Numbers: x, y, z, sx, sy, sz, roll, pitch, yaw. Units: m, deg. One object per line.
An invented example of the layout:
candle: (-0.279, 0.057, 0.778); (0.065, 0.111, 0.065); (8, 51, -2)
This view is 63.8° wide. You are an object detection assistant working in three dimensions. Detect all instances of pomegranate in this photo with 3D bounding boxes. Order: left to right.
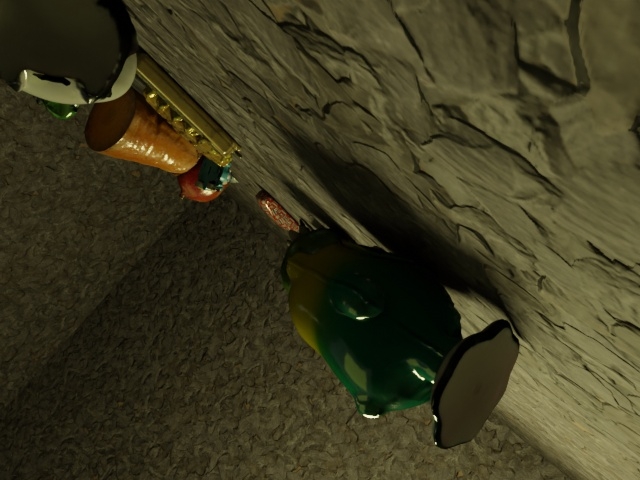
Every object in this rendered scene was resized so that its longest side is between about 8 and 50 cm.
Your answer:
pomegranate: (-0.009, 0.048, 1.147); (0.187, 0.187, 0.225); (45, -175, -40)

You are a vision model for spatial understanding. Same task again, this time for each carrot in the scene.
carrot: (-0.468, -0.280, 1.391); (0.196, 0.196, 0.254); (37, -174, 37)

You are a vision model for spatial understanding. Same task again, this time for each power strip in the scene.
power strip: (-0.274, -0.269, 1.058); (0.305, 0.044, 0.064); (44, 174, -32)

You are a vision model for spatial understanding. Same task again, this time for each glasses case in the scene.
glasses case: (-0.138, -0.086, 1.603); (0.073, 0.049, 0.194); (37, 173, 44)

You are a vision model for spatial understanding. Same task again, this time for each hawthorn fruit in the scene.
hawthorn fruit: (-0.384, -0.200, 1.680); (0.169, 0.188, 0.169); (37, -179, -1)

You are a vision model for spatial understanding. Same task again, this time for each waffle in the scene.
waffle: (-0.325, -0.281, 1.278); (0.249, 0.056, 0.253); (40, 176, 11)

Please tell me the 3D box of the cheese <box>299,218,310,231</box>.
cheese: (-0.004, 0.038, 1.521); (0.155, 0.062, 0.244); (-106, -11, -51)

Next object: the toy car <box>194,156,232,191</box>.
toy car: (-0.295, -0.199, 1.536); (0.098, 0.126, 0.161); (16, -178, -40)

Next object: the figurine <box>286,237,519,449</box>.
figurine: (0.090, 0.130, 0.765); (0.340, 0.231, 0.323); (28, 167, 44)

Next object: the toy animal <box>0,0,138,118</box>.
toy animal: (-0.392, -0.294, 0.790); (0.212, 0.212, 0.267); (43, 171, -20)

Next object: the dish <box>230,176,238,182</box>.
dish: (-0.380, -0.258, 1.989); (0.137, 0.039, 0.091); (42, 175, 1)
